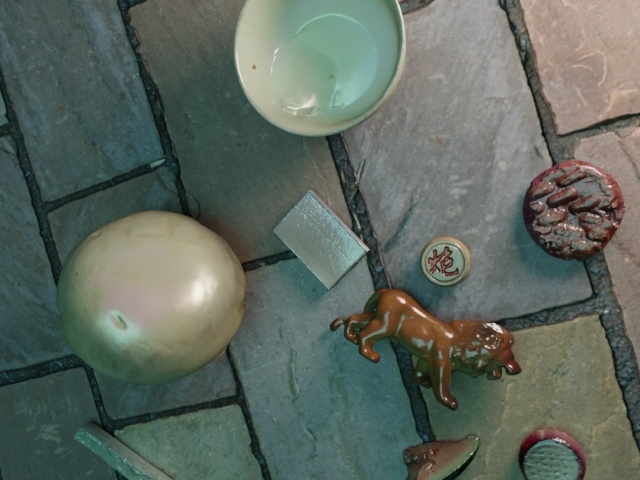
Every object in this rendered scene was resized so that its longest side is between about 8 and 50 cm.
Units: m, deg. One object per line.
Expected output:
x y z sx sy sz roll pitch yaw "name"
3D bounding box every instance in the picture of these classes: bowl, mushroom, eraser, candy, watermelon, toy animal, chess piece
0.014 -0.300 1.032 0.277 0.145 0.276 2 95 19 "bowl"
-0.314 0.095 1.116 0.357 0.315 0.314 -10 92 20 "mushroom"
0.000 0.000 1.133 0.150 0.023 0.104 47 108 10 "eraser"
0.369 0.354 1.032 0.103 0.043 0.103 2 96 19 "candy"
0.199 0.379 1.081 0.155 0.101 0.080 -19 78 11 "watermelon"
0.172 0.160 1.065 0.313 0.097 0.157 30 92 16 "toy animal"
0.205 0.035 1.058 0.084 0.038 0.083 2 96 21 "chess piece"

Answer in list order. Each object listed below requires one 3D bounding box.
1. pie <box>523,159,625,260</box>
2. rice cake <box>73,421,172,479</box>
0.386 -0.046 0.987 0.155 0.036 0.154 3 98 19 "pie"
-0.392 0.450 1.307 0.245 0.045 0.042 30 102 14 "rice cake"
